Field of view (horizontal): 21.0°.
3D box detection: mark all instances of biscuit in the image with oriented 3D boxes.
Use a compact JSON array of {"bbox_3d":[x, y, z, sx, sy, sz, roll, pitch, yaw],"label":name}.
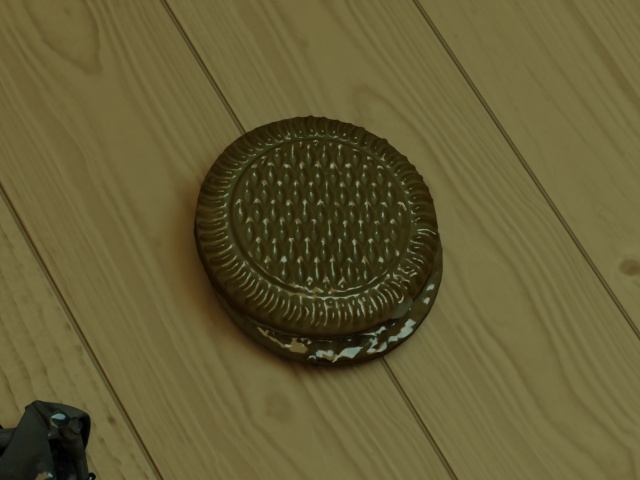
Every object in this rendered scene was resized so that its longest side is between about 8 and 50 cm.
[{"bbox_3d":[0.000,0.000,1.703,0.259,0.079,0.259,4,63,-8],"label":"biscuit"}]

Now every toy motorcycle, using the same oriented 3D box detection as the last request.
[{"bbox_3d":[-0.245,0.243,1.528,0.159,0.106,0.270,-27,58,-15],"label":"toy motorcycle"}]
